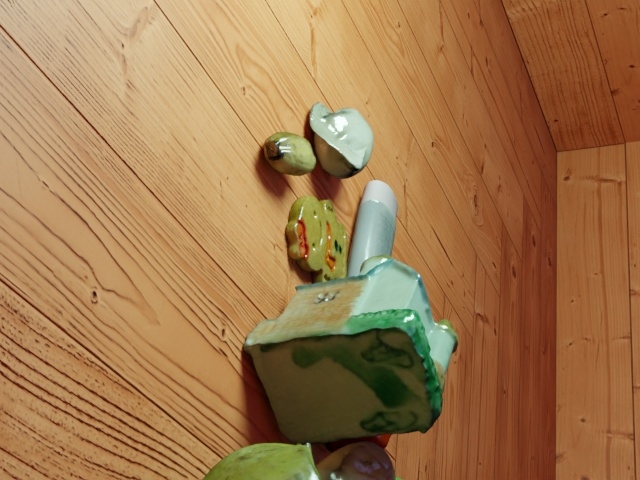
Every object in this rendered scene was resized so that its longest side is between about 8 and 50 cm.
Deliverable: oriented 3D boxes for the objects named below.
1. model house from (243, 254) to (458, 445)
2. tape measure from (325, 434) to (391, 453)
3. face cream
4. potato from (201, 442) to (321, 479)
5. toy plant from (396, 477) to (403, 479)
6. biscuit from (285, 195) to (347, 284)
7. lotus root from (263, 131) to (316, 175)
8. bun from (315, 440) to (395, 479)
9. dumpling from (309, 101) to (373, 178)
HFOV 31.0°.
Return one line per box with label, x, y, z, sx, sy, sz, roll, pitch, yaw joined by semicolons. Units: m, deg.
model house;0.078;0.139;1.789;0.325;0.267;0.194;-60;135;-56
tape measure;0.067;0.223;1.968;0.253;0.114;0.260;-41;118;-64
face cream;0.096;0.018;2.145;0.107;0.073;0.269;68;26;-45
potato;-0.112;0.392;1.404;0.280;0.212;0.330;-108;-160;-56
toy plant;0.125;0.478;1.990;0.088;0.240;0.155;21;84;-31
biscuit;0.000;0.000;1.963;0.225;0.036;0.166;43;47;-59
lotus root;-0.048;-0.136;1.840;0.152;0.063;0.072;17;41;-60
bun;0.036;0.405;1.705;0.133;0.231;0.231;44;6;26
dumpling;0.035;-0.184;2.040;0.150;0.092;0.176;60;34;-18
